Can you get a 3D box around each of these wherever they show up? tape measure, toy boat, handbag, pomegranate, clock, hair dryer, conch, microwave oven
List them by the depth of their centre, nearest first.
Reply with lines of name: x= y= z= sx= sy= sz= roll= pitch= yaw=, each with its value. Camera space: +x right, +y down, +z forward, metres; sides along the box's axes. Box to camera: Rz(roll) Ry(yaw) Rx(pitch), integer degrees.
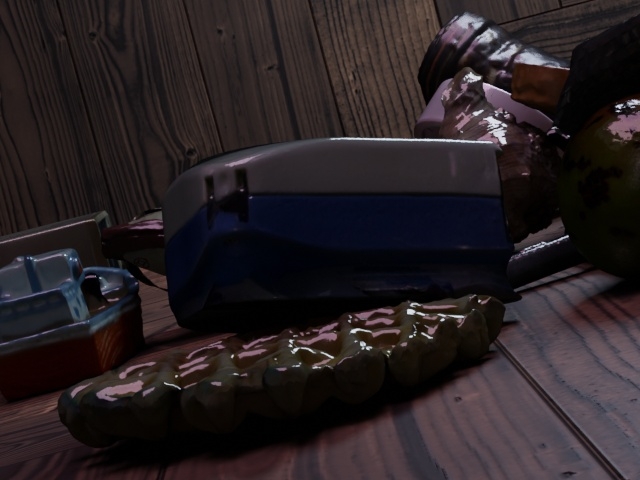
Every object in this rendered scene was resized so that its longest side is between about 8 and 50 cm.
pomegranate: x=0.285 y=-0.046 z=1.529 sx=0.156 sy=0.156 sz=0.220 roll=-18 pitch=11 yaw=-39
tape measure: x=0.001 y=-0.002 z=1.590 sx=0.259 sy=0.138 sz=0.262 roll=1 pitch=-10 yaw=-21
handbag: x=0.322 y=-0.097 z=1.651 sx=0.175 sy=0.270 sz=0.089 roll=-18 pitch=40 yaw=46
hair dryer: x=0.192 y=0.019 z=1.721 sx=0.195 sy=0.050 sz=0.173 roll=-18 pitch=2 yaw=-4
conch: x=0.168 y=-0.070 z=1.999 sx=0.163 sy=0.245 sz=0.178 roll=9 pitch=-37 yaw=-30
toy boat: x=-0.268 y=0.069 z=2.008 sx=0.145 sy=0.133 sz=0.332 roll=-15 pitch=4 yaw=5
handbag: x=-0.084 y=0.014 z=2.044 sx=0.235 sy=0.127 sz=0.213 roll=-3 pitch=-11 yaw=25
clock: x=0.213 y=-0.113 z=2.316 sx=0.068 sy=0.197 sz=0.197 roll=-58 pitch=18 yaw=-14
microwave oven: x=-0.338 y=0.054 z=2.365 sx=0.194 sy=0.145 sz=0.240 roll=-17 pitch=4 yaw=-2

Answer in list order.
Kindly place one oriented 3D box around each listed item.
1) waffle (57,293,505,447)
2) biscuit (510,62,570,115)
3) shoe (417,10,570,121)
waffle: x=-0.031 y=0.093 z=1.398 sx=0.292 sy=0.056 sz=0.309 roll=-11 pitch=4 yaw=42
biscuit: x=0.408 y=-0.131 z=2.007 sx=0.385 sy=0.062 sz=0.365 roll=9 pitch=4 yaw=24
shoe: x=0.272 y=-0.142 z=2.562 sx=0.171 sy=0.237 sz=0.384 roll=-51 pitch=-23 yaw=-14
